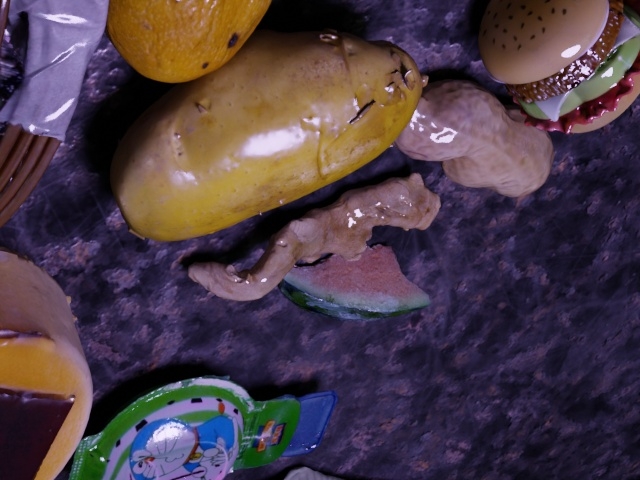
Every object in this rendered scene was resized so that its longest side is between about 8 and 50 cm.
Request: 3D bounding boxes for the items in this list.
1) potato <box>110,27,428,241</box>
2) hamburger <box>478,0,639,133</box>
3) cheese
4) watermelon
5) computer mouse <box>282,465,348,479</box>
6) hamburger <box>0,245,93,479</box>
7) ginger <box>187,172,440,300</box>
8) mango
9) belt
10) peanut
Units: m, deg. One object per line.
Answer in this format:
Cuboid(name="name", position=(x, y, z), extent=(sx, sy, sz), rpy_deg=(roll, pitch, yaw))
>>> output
Cuboid(name="potato", position=(-0.049, -0.102, 1.355), extent=(0.300, 0.140, 0.173), rpy_deg=(-25, 145, -8))
Cuboid(name="hamburger", position=(0.233, -0.199, 1.471), extent=(0.137, 0.175, 0.175), rpy_deg=(35, 102, -35))
Cuboid(name="cheese", position=(-0.121, 0.218, 1.634), extent=(0.320, 0.083, 0.204), rpy_deg=(-5, 129, -33))
Cuboid(name="watermelon", position=(0.021, 0.055, 1.627), extent=(0.155, 0.080, 0.101), rpy_deg=(-7, 165, -35))
Cuboid(name="computer mouse", position=(0.026, 0.410, 1.876), extent=(0.429, 0.145, 0.228), rpy_deg=(14, 114, -44))
Cuboid(name="hamburger", position=(-0.345, 0.130, 1.324), extent=(0.302, 0.170, 0.302), rpy_deg=(-23, 136, -25))
Cuboid(name="ginger", position=(0.000, 0.000, 1.546), extent=(0.288, 0.075, 0.089), rpy_deg=(-24, 142, -23))
Cuboid(name="mango", position=(-0.097, -0.245, 1.213), extent=(0.157, 0.109, 0.262), rpy_deg=(-5, 127, -29))
Cuboid(name="belt", position=(-0.294, -0.133, 1.158), extent=(0.217, 0.122, 0.338), rpy_deg=(7, 122, -39))
Cuboid(name="peanut", position=(0.157, -0.105, 1.549), extent=(0.104, 0.085, 0.228), rpy_deg=(-44, 139, 22))
